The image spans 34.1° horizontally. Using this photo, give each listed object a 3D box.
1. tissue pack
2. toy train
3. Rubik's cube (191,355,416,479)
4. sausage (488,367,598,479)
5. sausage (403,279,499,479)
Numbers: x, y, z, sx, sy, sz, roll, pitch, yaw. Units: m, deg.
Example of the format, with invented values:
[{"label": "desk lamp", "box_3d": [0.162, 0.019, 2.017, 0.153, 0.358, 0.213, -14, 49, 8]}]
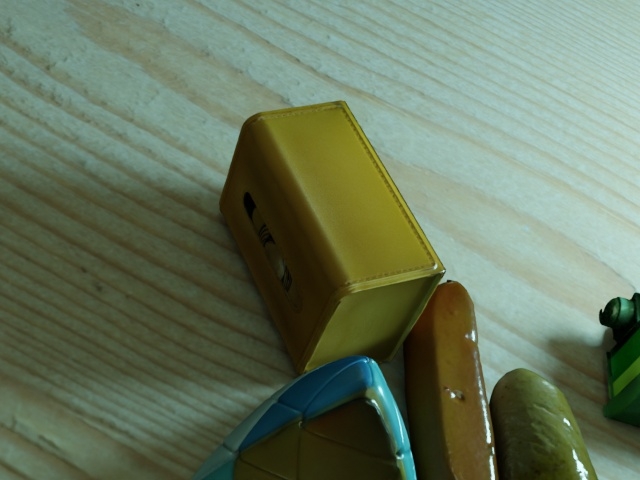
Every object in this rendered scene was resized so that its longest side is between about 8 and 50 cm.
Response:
[{"label": "tissue pack", "box_3d": [0.000, 0.000, 1.257, 0.145, 0.194, 0.275, -11, 55, -25]}, {"label": "toy train", "box_3d": [0.513, 0.170, 1.374, 0.300, 0.120, 0.202, 18, 48, -8]}, {"label": "Rubik's cube", "box_3d": [0.036, 0.228, 1.109, 0.254, 0.254, 0.255, 12, 47, -13]}, {"label": "sausage", "box_3d": [0.269, 0.346, 1.110, 0.136, 0.123, 0.501, 14, 44, -31]}, {"label": "sausage", "box_3d": [0.145, 0.186, 1.217, 0.093, 0.097, 0.349, 15, 46, -20]}]
